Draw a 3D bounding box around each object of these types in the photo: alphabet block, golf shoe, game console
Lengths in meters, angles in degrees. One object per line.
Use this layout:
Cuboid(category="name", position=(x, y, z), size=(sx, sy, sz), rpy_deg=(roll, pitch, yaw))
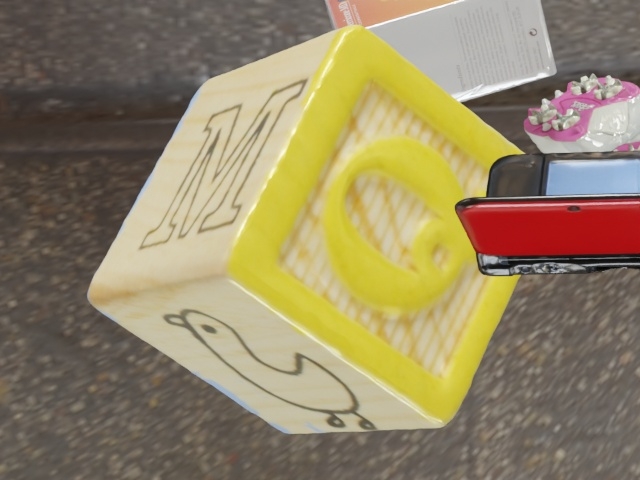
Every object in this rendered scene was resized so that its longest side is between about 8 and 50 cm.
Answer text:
Cuboid(category="alphabet block", position=(0.000, 0.000, 1.253), size=(0.192, 0.197, 0.193), rpy_deg=(34, 67, -22))
Cuboid(category="golf shoe", position=(0.290, -0.046, 1.652), size=(0.115, 0.306, 0.140), rpy_deg=(-28, 116, -9))
Cuboid(category="game console", position=(0.145, -0.029, 0.932), size=(0.144, 0.124, 0.085), rpy_deg=(-1, 132, 13))

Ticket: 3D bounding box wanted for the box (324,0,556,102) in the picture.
Cuboid(category="box", position=(0.099, -0.181, 1.642), size=(0.170, 0.130, 0.091), rpy_deg=(-16, 119, 0))
